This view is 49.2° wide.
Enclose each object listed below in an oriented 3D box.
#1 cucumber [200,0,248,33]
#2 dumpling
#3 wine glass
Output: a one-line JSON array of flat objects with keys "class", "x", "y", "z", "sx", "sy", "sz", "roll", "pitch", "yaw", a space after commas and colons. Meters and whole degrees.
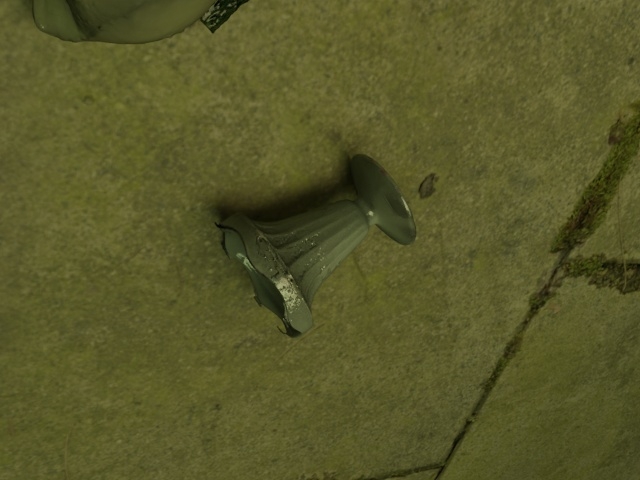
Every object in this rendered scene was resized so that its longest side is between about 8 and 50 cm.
[{"class": "cucumber", "x": -0.046, "y": -0.272, "z": 0.647, "sx": 0.187, "sy": 0.058, "sz": 0.058, "roll": -37, "pitch": 135, "yaw": 2}, {"class": "dumpling", "x": -0.154, "y": -0.240, "z": 0.565, "sx": 0.181, "sy": 0.111, "sz": 0.155, "roll": -12, "pitch": 98, "yaw": -11}, {"class": "wine glass", "x": 0.000, "y": 0.000, "z": 0.821, "sx": 0.196, "sy": 0.165, "sz": 0.165, "roll": -33, "pitch": 135, "yaw": -11}]
